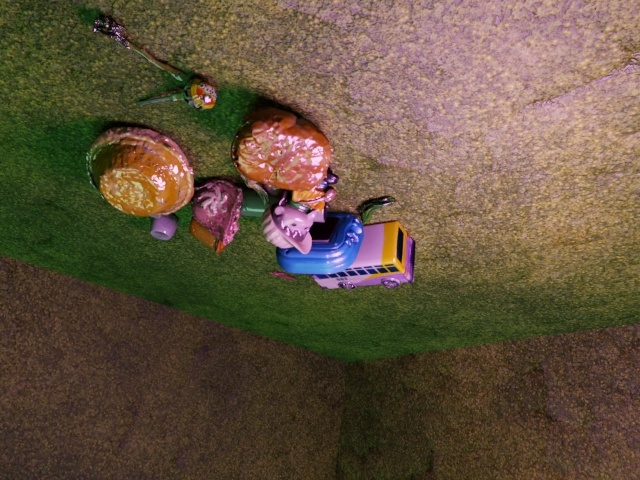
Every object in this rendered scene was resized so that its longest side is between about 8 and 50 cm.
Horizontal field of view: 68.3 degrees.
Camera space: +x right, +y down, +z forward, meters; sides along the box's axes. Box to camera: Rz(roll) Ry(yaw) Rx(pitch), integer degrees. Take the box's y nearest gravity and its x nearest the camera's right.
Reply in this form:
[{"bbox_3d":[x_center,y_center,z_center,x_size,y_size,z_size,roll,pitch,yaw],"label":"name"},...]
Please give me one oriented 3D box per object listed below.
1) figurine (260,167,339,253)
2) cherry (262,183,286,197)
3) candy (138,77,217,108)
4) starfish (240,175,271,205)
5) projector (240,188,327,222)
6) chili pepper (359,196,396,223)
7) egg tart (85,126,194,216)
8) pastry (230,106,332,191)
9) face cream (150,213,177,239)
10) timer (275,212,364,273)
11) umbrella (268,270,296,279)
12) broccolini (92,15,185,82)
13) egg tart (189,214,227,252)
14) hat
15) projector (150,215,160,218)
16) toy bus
[{"bbox_3d":[-0.080,-0.124,1.656,0.185,0.332,0.205,13,-165,-47],"label":"figurine"},{"bbox_3d":[-0.183,-0.232,1.674,0.107,0.090,0.225,-10,136,43],"label":"cherry"},{"bbox_3d":[-0.432,-0.419,1.400,0.306,0.083,0.091,2,149,32],"label":"candy"},{"bbox_3d":[-0.247,-0.214,1.682,0.223,0.050,0.217,63,167,-22],"label":"starfish"},{"bbox_3d":[-0.142,-0.135,1.821,0.338,0.108,0.108,5,154,8],"label":"projector"},{"bbox_3d":[0.205,-0.123,1.799,0.073,0.050,0.182,29,146,-21],"label":"chili pepper"},{"bbox_3d":[-0.637,-0.214,1.656,0.389,0.168,0.387,0,133,0],"label":"egg tart"},{"bbox_3d":[-0.120,-0.278,1.441,0.311,0.161,0.255,19,129,-28],"label":"pastry"},{"bbox_3d":[-0.715,-0.068,2.150,0.117,0.104,0.117,7,153,3],"label":"face cream"},{"bbox_3d":[0.000,0.000,1.827,0.309,0.340,0.115,1,122,17],"label":"timer"},{"bbox_3d":[-0.210,0.194,2.605,0.165,0.025,0.027,18,134,-24],"label":"umbrella"},{"bbox_3d":[-0.477,-0.514,1.263,0.255,0.071,0.057,22,110,-38],"label":"broccolini"},{"bbox_3d":[-0.443,-0.060,1.978,0.171,0.215,0.215,20,154,2],"label":"egg tart"},{"bbox_3d":[-0.427,-0.138,1.828,0.287,0.236,0.107,29,-162,28],"label":"hat"},{"bbox_3d":[-0.704,-0.201,1.887,0.192,0.099,0.257,19,153,-21],"label":"projector"},{"bbox_3d":[0.159,0.070,2.020,0.440,0.209,0.249,-8,148,30],"label":"toy bus"}]
